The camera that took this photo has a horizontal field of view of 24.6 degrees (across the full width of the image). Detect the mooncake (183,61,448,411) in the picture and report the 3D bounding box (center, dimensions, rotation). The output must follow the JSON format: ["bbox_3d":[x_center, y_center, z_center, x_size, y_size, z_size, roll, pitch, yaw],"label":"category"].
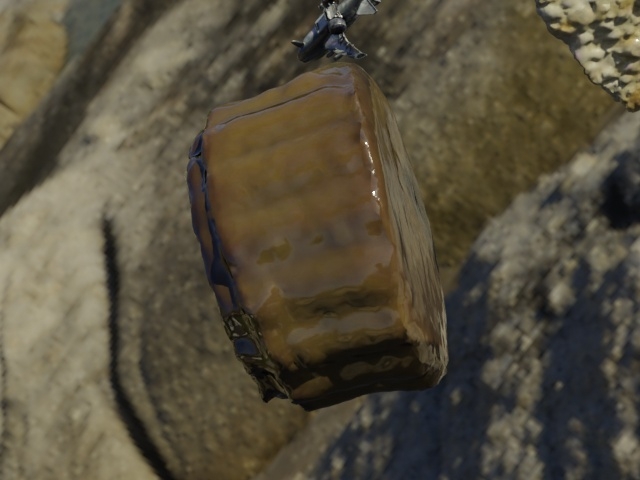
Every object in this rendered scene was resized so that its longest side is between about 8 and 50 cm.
[{"bbox_3d":[0.001,0.000,1.391,0.187,0.324,0.324,-16,29,11],"label":"mooncake"}]

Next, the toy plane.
[{"bbox_3d":[0.009,-0.153,1.041,0.083,0.031,0.078,-36,53,35],"label":"toy plane"}]

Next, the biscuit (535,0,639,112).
[{"bbox_3d":[0.264,-0.223,1.237,0.040,0.188,0.265,-100,10,-53],"label":"biscuit"}]
